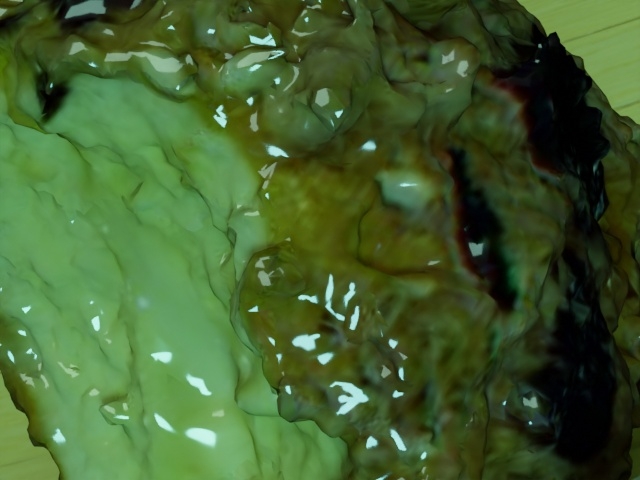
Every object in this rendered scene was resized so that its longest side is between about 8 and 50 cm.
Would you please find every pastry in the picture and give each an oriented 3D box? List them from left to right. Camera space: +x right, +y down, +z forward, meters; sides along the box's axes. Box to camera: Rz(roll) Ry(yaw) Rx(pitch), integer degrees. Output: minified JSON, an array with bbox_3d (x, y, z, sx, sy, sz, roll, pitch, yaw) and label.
[{"bbox_3d":[0.013,0.005,0.597,0.292,0.405,0.337,-24,1,43],"label":"pastry"}]

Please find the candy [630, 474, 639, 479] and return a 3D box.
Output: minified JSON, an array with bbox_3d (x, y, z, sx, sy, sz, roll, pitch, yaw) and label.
[{"bbox_3d":[0.195,0.232,0.341,0.386,0.186,0.427,-26,40,-5],"label":"candy"}]
